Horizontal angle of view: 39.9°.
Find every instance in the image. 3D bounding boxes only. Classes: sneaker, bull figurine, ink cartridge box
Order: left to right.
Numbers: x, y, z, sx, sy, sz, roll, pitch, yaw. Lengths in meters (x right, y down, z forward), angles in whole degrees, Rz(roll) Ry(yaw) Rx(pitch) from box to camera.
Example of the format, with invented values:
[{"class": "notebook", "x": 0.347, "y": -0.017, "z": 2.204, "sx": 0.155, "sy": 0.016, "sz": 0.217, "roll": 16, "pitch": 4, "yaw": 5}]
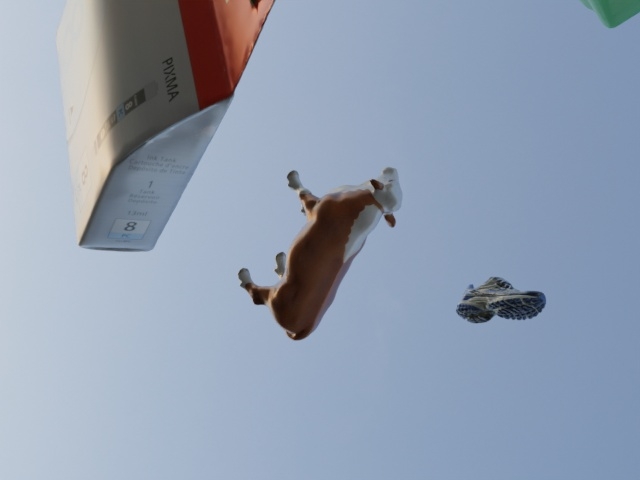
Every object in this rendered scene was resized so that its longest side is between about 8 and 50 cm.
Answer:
[{"class": "ink cartridge box", "x": -0.168, "y": -0.217, "z": 0.855, "sx": 0.385, "sy": 0.091, "sz": 0.308, "roll": -54, "pitch": -138, "yaw": 47}, {"class": "bull figurine", "x": 0.000, "y": 0.000, "z": 1.377, "sx": 0.188, "sy": 0.101, "sz": 0.310, "roll": 33, "pitch": -87, "yaw": 44}, {"class": "sneaker", "x": 0.242, "y": 0.072, "z": 1.183, "sx": 0.135, "sy": 0.052, "sz": 0.058, "roll": -9, "pitch": -128, "yaw": 45}]

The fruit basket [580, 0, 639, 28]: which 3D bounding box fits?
[{"class": "fruit basket", "x": 0.390, "y": -0.465, "z": 0.988, "sx": 0.392, "sy": 0.392, "sz": 0.283, "roll": -52, "pitch": -134, "yaw": 28}]
